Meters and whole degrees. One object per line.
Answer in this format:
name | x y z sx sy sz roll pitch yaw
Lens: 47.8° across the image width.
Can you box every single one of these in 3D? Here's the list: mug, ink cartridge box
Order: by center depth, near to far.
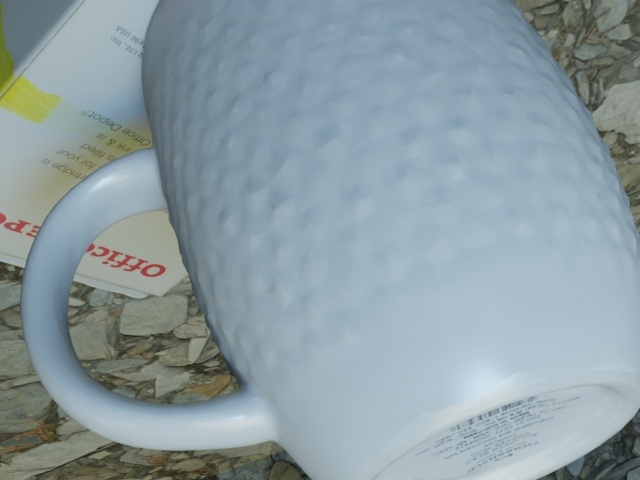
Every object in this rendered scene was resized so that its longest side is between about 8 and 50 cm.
mug | 0.000 0.000 0.462 0.373 0.328 0.276 -15 145 -8
ink cartridge box | -0.143 -0.136 0.639 0.384 0.161 0.279 -37 143 24
